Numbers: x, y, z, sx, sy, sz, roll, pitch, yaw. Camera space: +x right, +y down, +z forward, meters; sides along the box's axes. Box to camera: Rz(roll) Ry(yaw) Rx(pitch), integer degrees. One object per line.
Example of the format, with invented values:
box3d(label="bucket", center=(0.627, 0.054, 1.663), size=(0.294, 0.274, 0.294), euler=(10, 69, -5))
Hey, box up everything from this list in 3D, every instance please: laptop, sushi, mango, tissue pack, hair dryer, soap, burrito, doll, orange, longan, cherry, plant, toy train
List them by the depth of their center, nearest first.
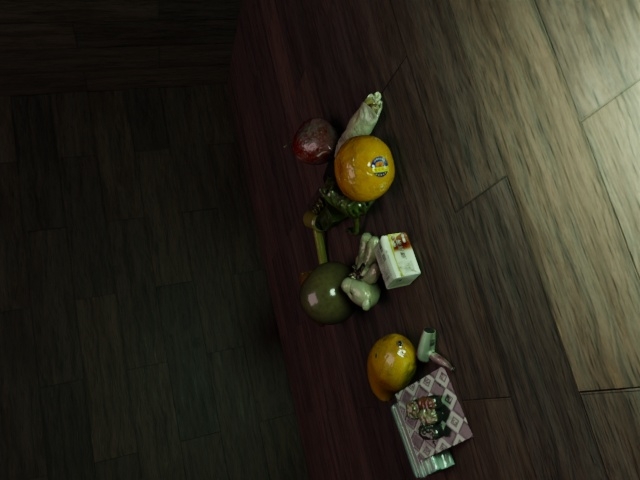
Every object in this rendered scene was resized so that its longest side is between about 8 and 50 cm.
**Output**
box3d(label="hair dryer", center=(0.357, 0.347, 1.697), size=(0.154, 0.054, 0.106), euler=(43, 135, 47))
box3d(label="sushi", center=(0.324, 0.533, 1.709), size=(0.231, 0.047, 0.219), euler=(-44, 52, 37))
box3d(label="tissue pack", center=(0.245, 0.065, 1.797), size=(0.106, 0.099, 0.148), euler=(114, 143, -63))
box3d(label="orange", center=(0.144, -0.235, 1.822), size=(0.219, 0.193, 0.219), euler=(25, 121, 51))
box3d(label="soap", center=(0.331, 0.628, 1.825), size=(0.150, 0.094, 0.261), euler=(119, 140, -51))
box3d(label="mango", center=(0.238, 0.433, 1.924), size=(0.359, 0.144, 0.186), euler=(108, 151, -59))
box3d(label="burrito", center=(0.130, -0.391, 1.979), size=(0.392, 0.076, 0.117), euler=(132, 147, -66))
box3d(label="doll", center=(0.156, 0.111, 2.056), size=(0.175, 0.150, 0.277), euler=(-21, -62, -76))
box3d(label="plant", center=(0.147, -0.125, 2.079), size=(0.251, 0.180, 0.333), euler=(50, 178, 47))
box3d(label="cherry", center=(-0.011, -0.390, 2.241), size=(0.175, 0.192, 0.250), euler=(51, 172, -32))
box3d(label="longan", center=(0.035, 0.216, 2.276), size=(0.258, 0.258, 0.257), euler=(171, 90, -72))
box3d(label="toy train", center=(0.035, -0.121, 2.362), size=(0.137, 0.090, 0.225), euler=(63, 164, 7))
box3d(label="laptop", center=(0.054, -0.265, 2.368), size=(0.197, 0.016, 0.135), euler=(115, 141, -61))
box3d(label="hair dryer", center=(0.000, 0.000, 2.564), size=(0.135, 0.090, 0.278), euler=(-153, 50, -66))

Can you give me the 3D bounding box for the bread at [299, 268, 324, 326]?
box3d(label="bread", center=(-0.003, 0.252, 2.531), size=(0.269, 0.148, 0.269), euler=(54, 154, 41))
